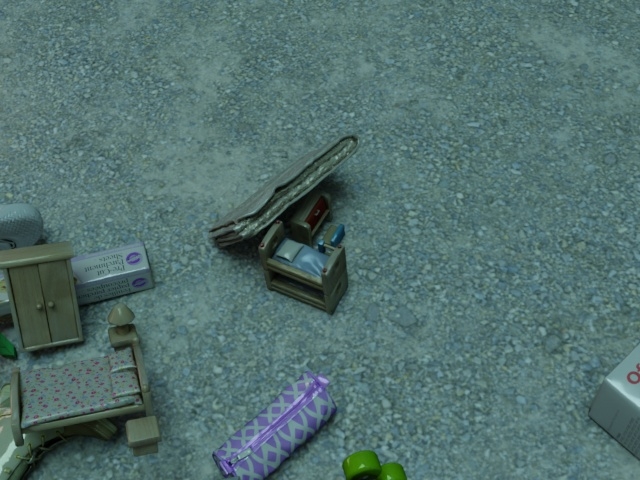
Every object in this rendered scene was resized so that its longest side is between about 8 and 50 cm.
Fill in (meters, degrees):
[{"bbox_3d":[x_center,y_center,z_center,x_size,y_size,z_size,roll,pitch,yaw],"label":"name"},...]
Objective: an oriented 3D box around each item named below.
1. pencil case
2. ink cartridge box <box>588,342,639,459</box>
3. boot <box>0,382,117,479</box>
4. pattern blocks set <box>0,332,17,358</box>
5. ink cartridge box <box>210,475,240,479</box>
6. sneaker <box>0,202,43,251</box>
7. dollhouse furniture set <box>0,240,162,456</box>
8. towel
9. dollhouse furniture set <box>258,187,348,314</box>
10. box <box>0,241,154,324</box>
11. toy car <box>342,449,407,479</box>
[{"bbox_3d":[-0.069,0.285,1.221,0.206,0.088,0.086,-40,59,-23],"label":"pencil case"},{"bbox_3d":[0.577,0.256,1.159,0.226,0.131,0.306,-37,61,-20],"label":"ink cartridge box"},{"bbox_3d":[-0.428,0.316,1.238,0.213,0.077,0.165,10,55,18],"label":"boot"},{"bbox_3d":[-0.662,0.243,1.340,0.324,0.026,0.285,-34,59,-18],"label":"pattern blocks set"},{"bbox_3d":[-0.262,0.430,1.107,0.332,0.065,0.165,-8,85,-3],"label":"ink cartridge box"},{"bbox_3d":[-0.691,-0.047,1.481,0.365,0.137,0.210,-16,57,-2],"label":"sneaker"},{"bbox_3d":[-0.414,0.163,1.195,0.303,0.174,0.355,-9,30,-17],"label":"dollhouse furniture set"},{"bbox_3d":[-0.070,-0.089,1.443,0.282,0.187,0.049,-41,102,-23],"label":"towel"},{"bbox_3d":[0.000,0.000,1.392,0.129,0.129,0.184,21,59,19],"label":"dollhouse furniture set"},{"bbox_3d":[-0.452,0.078,1.399,0.323,0.063,0.067,-13,54,-11],"label":"box"},{"bbox_3d":[0.039,0.408,1.125,0.188,0.149,0.155,-34,49,16],"label":"toy car"}]
